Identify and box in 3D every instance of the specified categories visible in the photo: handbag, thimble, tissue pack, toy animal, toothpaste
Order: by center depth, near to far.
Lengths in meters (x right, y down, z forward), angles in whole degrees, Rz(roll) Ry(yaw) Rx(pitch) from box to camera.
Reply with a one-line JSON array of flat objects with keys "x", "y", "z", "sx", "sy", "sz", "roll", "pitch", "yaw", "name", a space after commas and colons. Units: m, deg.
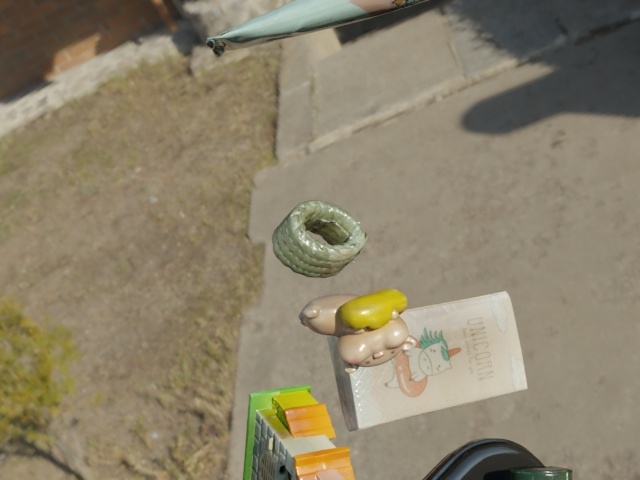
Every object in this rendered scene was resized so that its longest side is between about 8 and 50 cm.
[{"x": 0.016, "y": -0.174, "z": 0.735, "sx": 0.205, "sy": 0.036, "sz": 0.056, "roll": -18, "pitch": -1, "yaw": 2, "name": "toothpaste"}, {"x": 0.036, "y": 0.093, "z": 0.989, "sx": 0.114, "sy": 0.082, "sz": 0.091, "roll": -6, "pitch": 4, "yaw": 4, "name": "toy animal"}, {"x": 0.000, "y": 0.000, "z": 1.220, "sx": 0.062, "sy": 0.110, "sz": 0.084, "roll": -47, "pitch": 37, "yaw": 46, "name": "thimble"}, {"x": 0.243, "y": 0.454, "z": 1.547, "sx": 0.308, "sy": 0.253, "sz": 0.093, "roll": -39, "pitch": 9, "yaw": -24, "name": "handbag"}, {"x": 0.175, "y": 0.188, "z": 1.593, "sx": 0.325, "sy": 0.170, "sz": 0.071, "roll": -8, "pitch": -7, "yaw": -26, "name": "tissue pack"}]

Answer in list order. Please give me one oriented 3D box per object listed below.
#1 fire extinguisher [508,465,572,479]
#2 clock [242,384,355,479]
[{"x": 0.325, "y": 0.484, "z": 1.443, "sx": 0.095, "sy": 0.114, "sz": 0.311, "roll": -7, "pitch": 79, "yaw": 49, "name": "fire extinguisher"}, {"x": -0.020, "y": 0.381, "z": 1.533, "sx": 0.106, "sy": 0.219, "sz": 0.255, "roll": -5, "pitch": 23, "yaw": -27, "name": "clock"}]
